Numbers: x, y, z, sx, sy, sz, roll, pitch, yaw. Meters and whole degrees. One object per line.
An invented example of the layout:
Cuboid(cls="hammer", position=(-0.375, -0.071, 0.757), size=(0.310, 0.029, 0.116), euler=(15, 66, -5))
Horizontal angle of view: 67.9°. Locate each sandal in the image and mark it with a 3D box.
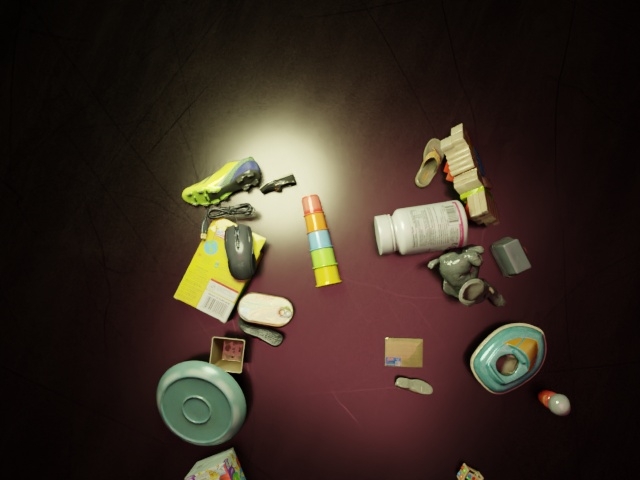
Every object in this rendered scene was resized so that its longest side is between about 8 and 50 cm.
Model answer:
Cuboid(cls="sandal", position=(0.384, -0.270, 1.656), size=(0.072, 0.049, 0.180), euler=(23, 87, 3))
Cuboid(cls="sandal", position=(-0.210, 0.315, 1.630), size=(0.179, 0.040, 0.067), euler=(28, 55, 16))

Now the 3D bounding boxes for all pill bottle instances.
Cuboid(cls="pill bottle", position=(0.331, -0.036, 1.586), size=(0.284, 0.160, 0.160), euler=(-8, 86, 2))

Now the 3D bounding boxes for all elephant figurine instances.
Cuboid(cls="elephant figurine", position=(0.492, 0.146, 1.580), size=(0.186, 0.169, 0.239), euler=(-10, 102, 30))

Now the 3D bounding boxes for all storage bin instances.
Cuboid(cls="storage bin", position=(0.654, 0.053, 1.603), size=(0.098, 0.091, 0.135), euler=(-25, 86, 0))

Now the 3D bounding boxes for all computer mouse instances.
Cuboid(cls="computer mouse", position=(-0.308, 0.002, 1.573), size=(0.184, 0.060, 0.261), euler=(-2, 82, -1))

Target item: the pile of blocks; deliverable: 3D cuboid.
Cuboid(cls="pile of blocks", position=(0.499, -0.211, 1.631), size=(0.113, 0.149, 0.361), euler=(-22, 76, 35))

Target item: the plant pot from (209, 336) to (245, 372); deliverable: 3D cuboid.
Cuboid(cls="plant pot", position=(-0.306, 0.379, 1.610), size=(0.109, 0.096, 0.108), euler=(6, 87, 2))

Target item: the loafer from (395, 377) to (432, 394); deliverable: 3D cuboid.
Cuboid(cls="loafer", position=(0.315, 0.496, 1.613), size=(0.125, 0.039, 0.045), euler=(15, 53, 0))

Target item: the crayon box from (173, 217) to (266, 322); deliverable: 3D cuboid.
Cuboid(cls="crayon box", position=(-0.336, 0.096, 1.639), size=(0.202, 0.081, 0.318), euler=(27, 88, 3))

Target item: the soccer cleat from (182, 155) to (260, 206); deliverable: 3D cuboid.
Cuboid(cls="soccer cleat", position=(-0.348, -0.209, 1.673), size=(0.290, 0.093, 0.121), euler=(-20, 55, 5))

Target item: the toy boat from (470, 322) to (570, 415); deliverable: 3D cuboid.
Cuboid(cls="toy boat", position=(0.669, 0.427, 1.546), size=(0.267, 0.148, 0.318), euler=(-43, 85, -2))

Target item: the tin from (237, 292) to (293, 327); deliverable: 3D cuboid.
Cuboid(cls="tin", position=(-0.188, 0.239, 1.630), size=(0.190, 0.040, 0.106), euler=(10, 68, 3))

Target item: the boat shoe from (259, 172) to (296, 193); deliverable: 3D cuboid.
Cuboid(cls="boat shoe", position=(-0.149, -0.193, 1.669), size=(0.133, 0.049, 0.041), euler=(-22, 77, -4))

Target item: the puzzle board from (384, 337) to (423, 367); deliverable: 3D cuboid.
Cuboid(cls="puzzle board", position=(0.286, 0.384, 1.632), size=(0.128, 0.011, 0.096), euler=(2, 87, 3))

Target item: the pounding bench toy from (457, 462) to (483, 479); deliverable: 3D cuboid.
Cuboid(cls="pounding bench toy", position=(0.491, 0.781, 1.558), size=(0.065, 0.083, 0.052), euler=(29, 88, 3))

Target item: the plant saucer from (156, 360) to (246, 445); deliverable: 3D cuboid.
Cuboid(cls="plant saucer", position=(-0.405, 0.552, 1.577), size=(0.318, 0.043, 0.317), euler=(2, 104, 10))

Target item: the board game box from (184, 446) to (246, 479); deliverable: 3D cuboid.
Cuboid(cls="board game box", position=(-0.310, 0.854, 1.552), size=(0.142, 0.144, 0.275), euler=(-23, 86, 0))

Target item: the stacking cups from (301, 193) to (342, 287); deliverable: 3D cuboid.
Cuboid(cls="stacking cups", position=(0.000, 0.000, 1.640), size=(0.096, 0.096, 0.315), euler=(-11, 81, 1))
